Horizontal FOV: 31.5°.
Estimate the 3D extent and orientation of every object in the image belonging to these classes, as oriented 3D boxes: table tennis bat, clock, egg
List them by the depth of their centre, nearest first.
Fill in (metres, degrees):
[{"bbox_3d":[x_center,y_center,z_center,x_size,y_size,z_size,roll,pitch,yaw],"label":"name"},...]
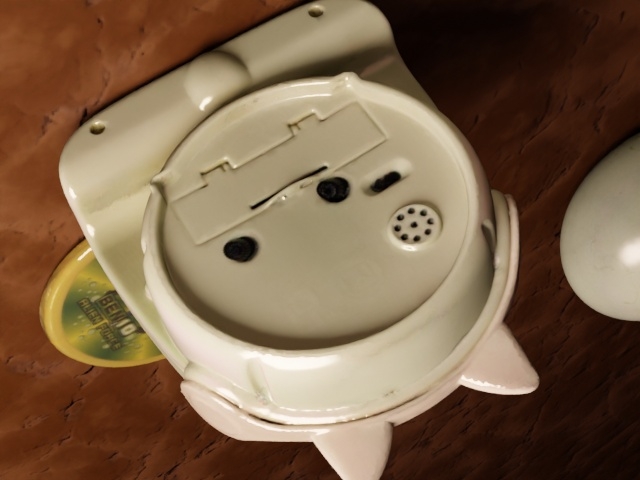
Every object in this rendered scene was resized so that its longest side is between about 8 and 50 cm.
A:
[{"bbox_3d":[0.000,0.000,0.759,0.265,0.324,0.109,-30,148,-11],"label":"clock"},{"bbox_3d":[-0.085,0.010,0.966,0.320,0.050,0.198,-26,146,-7],"label":"table tennis bat"},{"bbox_3d":[0.373,-0.030,1.209,0.264,0.183,0.183,-45,148,1],"label":"egg"}]
